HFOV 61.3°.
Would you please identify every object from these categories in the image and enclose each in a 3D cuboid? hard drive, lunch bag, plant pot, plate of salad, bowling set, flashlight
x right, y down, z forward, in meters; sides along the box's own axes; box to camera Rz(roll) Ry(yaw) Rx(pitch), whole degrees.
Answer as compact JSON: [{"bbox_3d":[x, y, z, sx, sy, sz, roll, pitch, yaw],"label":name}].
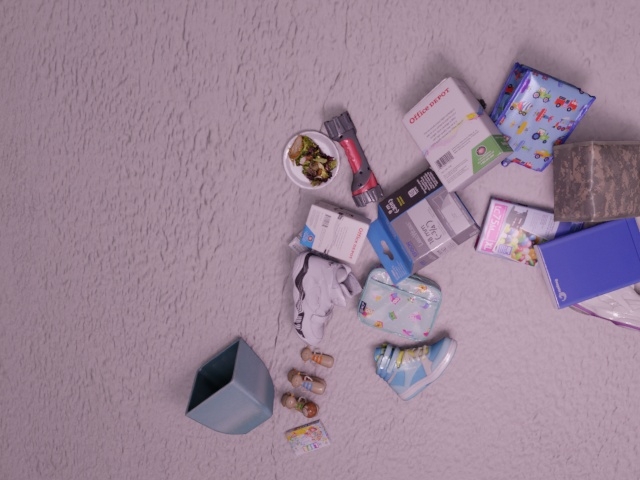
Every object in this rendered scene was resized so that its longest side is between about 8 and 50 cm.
[{"bbox_3d":[0.852,0.065,1.683,0.318,0.040,0.210,-18,89,-2],"label":"hard drive"},{"bbox_3d":[0.268,0.207,1.861,0.279,0.108,0.224,18,107,6],"label":"lunch bag"},{"bbox_3d":[-0.306,0.570,2.004,0.247,0.247,0.252,-38,112,17],"label":"plant pot"},{"bbox_3d":[0.633,-0.350,1.635,0.220,0.138,0.293,20,117,-7],"label":"lunch bag"},{"bbox_3d":[-0.034,-0.268,1.827,0.199,0.048,0.200,2,104,10],"label":"plate of salad"},{"bbox_3d":[0.842,-0.177,1.601,0.286,0.169,0.236,-4,94,-24],"label":"lunch bag"},{"bbox_3d":[-0.066,0.548,1.975,0.154,0.200,0.287,17,103,7],"label":"bowling set"},{"bbox_3d":[0.103,-0.262,1.775,0.103,0.103,0.304,-23,100,19],"label":"flashlight"}]

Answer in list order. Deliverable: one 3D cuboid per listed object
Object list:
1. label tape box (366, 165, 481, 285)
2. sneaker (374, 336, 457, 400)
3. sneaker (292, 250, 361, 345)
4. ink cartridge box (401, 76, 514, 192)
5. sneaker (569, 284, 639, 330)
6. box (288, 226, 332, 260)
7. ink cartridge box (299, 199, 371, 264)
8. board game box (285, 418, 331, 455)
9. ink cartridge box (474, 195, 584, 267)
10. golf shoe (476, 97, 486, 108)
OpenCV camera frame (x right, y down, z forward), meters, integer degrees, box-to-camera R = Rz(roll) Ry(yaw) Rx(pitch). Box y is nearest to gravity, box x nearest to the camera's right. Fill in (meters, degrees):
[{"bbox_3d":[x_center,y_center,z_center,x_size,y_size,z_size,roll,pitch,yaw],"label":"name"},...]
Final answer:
[{"bbox_3d":[0.303,-0.045,1.739,0.333,0.106,0.241,-36,65,16],"label":"label tape box"},{"bbox_3d":[0.309,0.407,1.878,0.208,0.127,0.319,37,119,0],"label":"sneaker"},{"bbox_3d":[0.021,0.220,1.856,0.210,0.137,0.366,10,116,29],"label":"sneaker"},{"bbox_3d":[0.408,-0.317,1.626,0.201,0.117,0.278,-39,75,36],"label":"ink cartridge box"},{"bbox_3d":[0.917,0.181,1.749,0.305,0.114,0.152,19,87,6],"label":"sneaker"},{"bbox_3d":[0.000,0.000,1.896,0.145,0.038,0.186,44,109,-3],"label":"box"},{"bbox_3d":[0.052,-0.029,1.808,0.203,0.086,0.148,21,110,6],"label":"ink cartridge box"},{"bbox_3d":[-0.047,0.771,2.113,0.154,0.026,0.104,-25,99,16],"label":"board game box"},{"bbox_3d":[0.680,-0.015,1.752,0.310,0.065,0.186,14,107,5],"label":"ink cartridge box"},{"bbox_3d":[0.458,-0.351,1.707,0.093,0.077,0.198,18,108,27],"label":"golf shoe"}]
